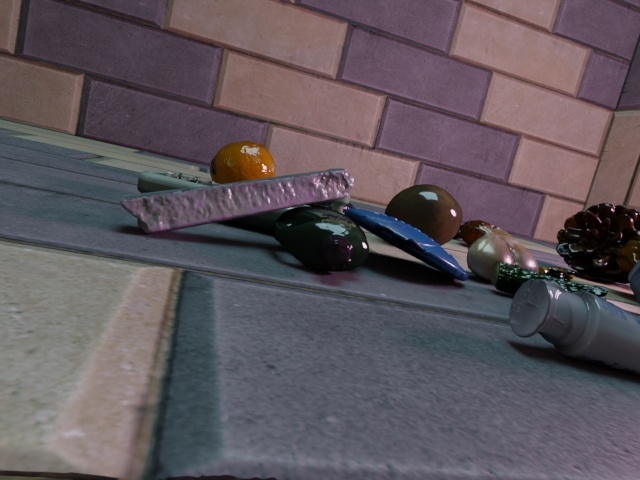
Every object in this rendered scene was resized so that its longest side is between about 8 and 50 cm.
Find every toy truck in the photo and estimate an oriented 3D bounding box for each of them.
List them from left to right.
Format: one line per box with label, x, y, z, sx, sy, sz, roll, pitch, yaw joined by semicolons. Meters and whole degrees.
toy truck;0.505;0.082;1.011;0.083;0.048;0.054;6;10;-33

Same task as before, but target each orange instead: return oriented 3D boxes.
orange;-0.211;-0.188;1.281;0.178;0.155;0.177;-11;-26;-5

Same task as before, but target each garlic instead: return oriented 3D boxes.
garlic;0.350;0.042;0.928;0.175;0.099;0.124;2;33;-36

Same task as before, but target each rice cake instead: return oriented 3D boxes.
rice cake;-0.106;-0.064;0.699;0.365;0.056;0.073;-13;13;-32

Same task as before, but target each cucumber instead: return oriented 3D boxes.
cucumber;0.389;0.083;0.800;0.187;0.058;0.058;15;9;6

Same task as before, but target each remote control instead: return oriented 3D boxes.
remote control;-0.169;-0.070;0.895;0.336;0.065;0.128;14;11;3

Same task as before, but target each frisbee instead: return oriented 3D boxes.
frisbee;0.153;-0.003;0.824;0.242;0.045;0.242;31;2;-1

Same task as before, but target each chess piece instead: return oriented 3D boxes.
chess piece;0.033;-0.054;0.975;0.067;0.103;0.067;14;8;-2

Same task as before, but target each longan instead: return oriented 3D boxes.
longan;0.242;-0.058;1.152;0.185;0.158;0.204;9;-4;-27

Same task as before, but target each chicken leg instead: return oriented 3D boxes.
chicken leg;0.516;-0.020;1.617;0.113;0.093;0.304;31;0;-2

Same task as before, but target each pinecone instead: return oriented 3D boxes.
pinecone;0.894;0.007;1.450;0.296;0.241;0.298;8;16;-42

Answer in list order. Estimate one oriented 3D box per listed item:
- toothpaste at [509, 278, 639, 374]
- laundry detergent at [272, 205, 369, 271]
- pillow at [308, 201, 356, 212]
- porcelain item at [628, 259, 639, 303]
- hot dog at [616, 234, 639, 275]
toothpaste;0.358;0.119;0.515;0.300;0.073;0.114;20;7;-8
laundry detergent;0.000;0.000;0.680;0.145;0.078;0.221;11;11;-4
pillow;0.013;-0.132;1.635;0.141;0.055;0.208;-6;19;-43
porcelain item;0.655;0.064;0.766;0.178;0.242;0.405;40;13;17
hot dog;0.936;0.106;1.137;0.388;0.174;0.267;16;5;26
